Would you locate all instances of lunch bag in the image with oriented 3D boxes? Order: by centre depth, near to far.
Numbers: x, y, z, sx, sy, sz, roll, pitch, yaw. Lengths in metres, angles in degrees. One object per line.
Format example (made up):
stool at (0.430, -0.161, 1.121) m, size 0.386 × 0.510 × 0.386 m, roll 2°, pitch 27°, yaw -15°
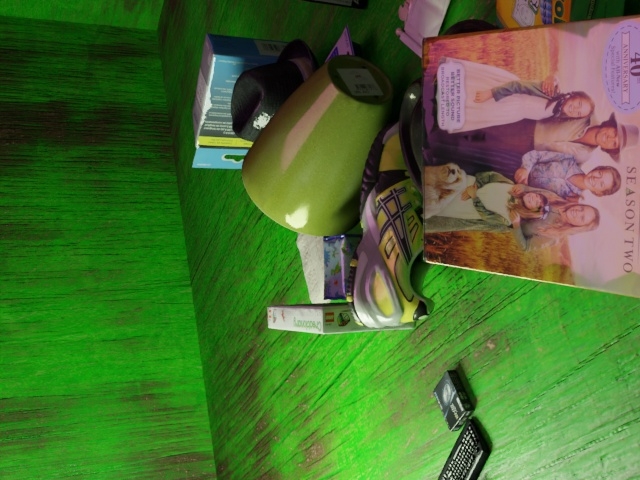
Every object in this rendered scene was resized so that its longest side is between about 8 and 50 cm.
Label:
lunch bag at (0.082, 0.053, 1.481) m, size 0.096 × 0.151 × 0.129 m, roll -5°, pitch 85°, yaw 57°

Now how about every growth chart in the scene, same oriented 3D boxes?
growth chart at (0.198, -0.441, 1.361) m, size 0.172 × 0.021 × 0.237 m, roll -113°, pitch 31°, yaw -42°

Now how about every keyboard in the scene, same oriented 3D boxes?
keyboard at (0.231, 0.398, 1.288) m, size 0.100 × 0.038 × 0.192 m, roll -119°, pitch 35°, yaw -48°

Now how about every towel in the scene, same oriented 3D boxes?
towel at (0.000, 0.000, 1.807) m, size 0.187 × 0.049 × 0.282 m, roll 124°, pitch 139°, yaw -54°

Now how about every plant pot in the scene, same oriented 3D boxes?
plant pot at (0.022, -0.204, 1.488) m, size 0.293 × 0.274 × 0.275 m, roll -58°, pitch 39°, yaw 44°

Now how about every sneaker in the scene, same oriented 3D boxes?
sneaker at (0.153, -0.030, 1.378) m, size 0.147 × 0.145 × 0.385 m, roll 1°, pitch 78°, yaw 26°

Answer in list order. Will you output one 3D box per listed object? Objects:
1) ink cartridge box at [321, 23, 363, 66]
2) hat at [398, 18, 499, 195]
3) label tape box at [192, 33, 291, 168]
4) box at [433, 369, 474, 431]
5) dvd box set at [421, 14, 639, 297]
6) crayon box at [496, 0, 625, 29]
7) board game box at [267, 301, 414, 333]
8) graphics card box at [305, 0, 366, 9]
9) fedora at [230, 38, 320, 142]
ink cartridge box at (0.037, -0.312, 1.691) m, size 0.333 × 0.065 × 0.165 m, roll 134°, pitch 131°, yaw -61°
hat at (0.195, -0.150, 1.137) m, size 0.331 × 0.134 × 0.331 m, roll 163°, pitch 90°, yaw -75°
label tape box at (-0.202, -0.355, 2.014) m, size 0.115 × 0.249 × 0.348 m, roll -113°, pitch 32°, yaw -41°
box at (0.228, 0.275, 1.313) m, size 0.067 × 0.018 × 0.083 m, roll 112°, pitch 148°, yaw -43°
dvd box set at (0.297, -0.097, 0.886) m, size 0.420 × 0.062 × 0.308 m, roll 10°, pitch 106°, yaw 46°
crayon box at (0.298, -0.332, 0.955) m, size 0.165 × 0.081 × 0.278 m, roll -124°, pitch 22°, yaw -53°
board game box at (0.032, 0.154, 1.550) m, size 0.305 × 0.193 × 0.053 m, roll 169°, pitch 100°, yaw -67°
graphics card box at (-0.102, -0.578, 1.621) m, size 0.233 × 0.371 × 0.094 m, roll -130°, pitch 45°, yaw -55°
fedora at (-0.119, -0.312, 1.777) m, size 0.334 × 0.152 × 0.334 m, roll 177°, pitch 90°, yaw -66°
